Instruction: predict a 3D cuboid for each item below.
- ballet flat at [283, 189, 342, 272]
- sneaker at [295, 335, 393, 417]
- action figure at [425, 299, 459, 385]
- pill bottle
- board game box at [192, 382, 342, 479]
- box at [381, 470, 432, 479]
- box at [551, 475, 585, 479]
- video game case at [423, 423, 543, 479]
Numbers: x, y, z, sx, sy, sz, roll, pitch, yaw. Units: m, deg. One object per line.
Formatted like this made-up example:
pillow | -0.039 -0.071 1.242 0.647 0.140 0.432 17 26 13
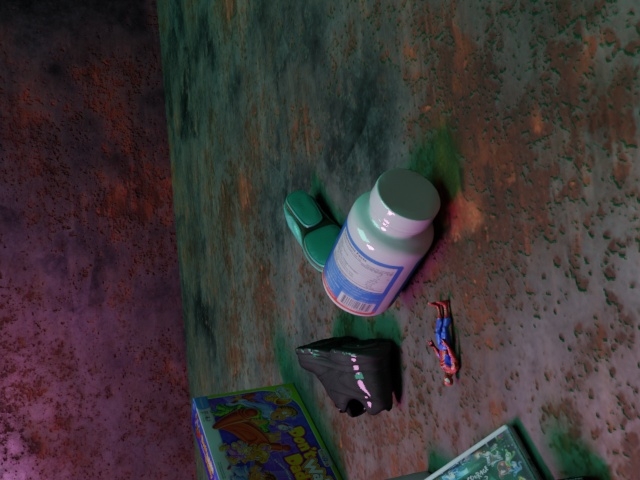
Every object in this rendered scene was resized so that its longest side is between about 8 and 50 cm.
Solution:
ballet flat | 0.000 0.000 1.300 0.247 0.083 0.087 -121 10 -49
sneaker | 0.036 0.235 1.205 0.286 0.109 0.130 168 91 -70
action figure | 0.168 0.141 0.956 0.038 0.030 0.115 -25 73 62
pill bottle | 0.088 0.003 0.998 0.221 0.124 0.124 115 144 -49
board game box | -0.113 0.447 1.432 0.347 0.233 0.078 -128 39 -53
box | 0.147 0.431 0.973 0.130 0.091 0.170 180 85 -68
box | 0.204 0.354 0.716 0.045 0.184 0.190 31 -134 -61
video game case | 0.190 0.341 0.820 0.190 0.022 0.173 -43 47 23
